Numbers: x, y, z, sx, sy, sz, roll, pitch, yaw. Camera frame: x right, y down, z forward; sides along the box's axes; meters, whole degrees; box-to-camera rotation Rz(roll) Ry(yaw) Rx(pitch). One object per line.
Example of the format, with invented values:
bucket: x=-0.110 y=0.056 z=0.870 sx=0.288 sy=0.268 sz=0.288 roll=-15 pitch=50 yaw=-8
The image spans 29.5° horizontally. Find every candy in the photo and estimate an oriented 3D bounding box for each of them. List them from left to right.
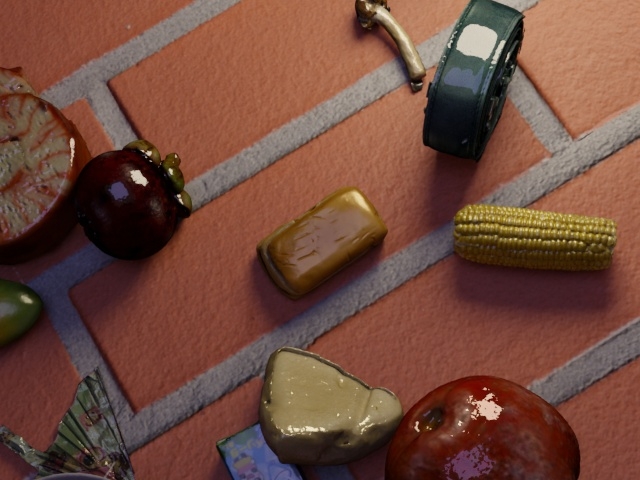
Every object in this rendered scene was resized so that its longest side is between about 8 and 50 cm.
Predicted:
candy: x=-0.070 y=0.367 z=1.803 sx=0.097 sy=0.062 sz=0.194 roll=-28 pitch=72 yaw=-2

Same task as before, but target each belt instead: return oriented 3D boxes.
belt: x=0.235 y=-0.255 z=1.865 sx=0.116 sy=0.206 sz=0.267 roll=18 pitch=68 yaw=13

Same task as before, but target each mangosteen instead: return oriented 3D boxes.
mangosteen: x=-0.289 y=-0.068 z=1.909 sx=0.200 sy=0.200 sz=0.199 roll=-2 pitch=74 yaw=7

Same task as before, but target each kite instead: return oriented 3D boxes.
kite: x=-0.388 y=0.353 z=1.878 sx=0.268 sy=0.013 sz=0.323 roll=22 pitch=76 yaw=12

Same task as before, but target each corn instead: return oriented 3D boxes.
corn: x=0.322 y=-0.003 z=1.838 sx=0.244 sy=0.093 sz=0.093 roll=6 pitch=75 yaw=11

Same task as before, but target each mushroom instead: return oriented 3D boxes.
mushroom: x=0.117 y=-0.329 z=1.981 sx=0.060 sy=0.061 sz=0.187 roll=-39 pitch=75 yaw=26

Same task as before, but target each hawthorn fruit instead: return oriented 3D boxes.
hawthorn fruit: x=0.223 y=0.327 z=1.680 sx=0.284 sy=0.284 sz=0.284 roll=-2 pitch=74 yaw=7

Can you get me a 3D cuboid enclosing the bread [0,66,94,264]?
bread: x=-0.535 y=-0.117 z=1.981 sx=0.295 sy=0.114 sz=0.327 roll=-42 pitch=74 yaw=-6

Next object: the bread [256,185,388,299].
bread: x=0.000 y=0.000 z=1.897 sx=0.200 sy=0.077 sz=0.116 roll=-34 pitch=80 yaw=-2

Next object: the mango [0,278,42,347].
mango: x=-0.565 y=0.116 z=1.932 sx=0.237 sy=0.091 sz=0.137 roll=13 pitch=82 yaw=12

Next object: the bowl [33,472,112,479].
bowl: x=-0.344 y=0.515 z=1.749 sx=0.346 sy=0.157 sz=0.345 roll=-2 pitch=74 yaw=7

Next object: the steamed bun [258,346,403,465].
steamed bun: x=0.011 y=0.269 z=1.784 sx=0.212 sy=0.231 sz=0.110 roll=14 pitch=119 yaw=-4
